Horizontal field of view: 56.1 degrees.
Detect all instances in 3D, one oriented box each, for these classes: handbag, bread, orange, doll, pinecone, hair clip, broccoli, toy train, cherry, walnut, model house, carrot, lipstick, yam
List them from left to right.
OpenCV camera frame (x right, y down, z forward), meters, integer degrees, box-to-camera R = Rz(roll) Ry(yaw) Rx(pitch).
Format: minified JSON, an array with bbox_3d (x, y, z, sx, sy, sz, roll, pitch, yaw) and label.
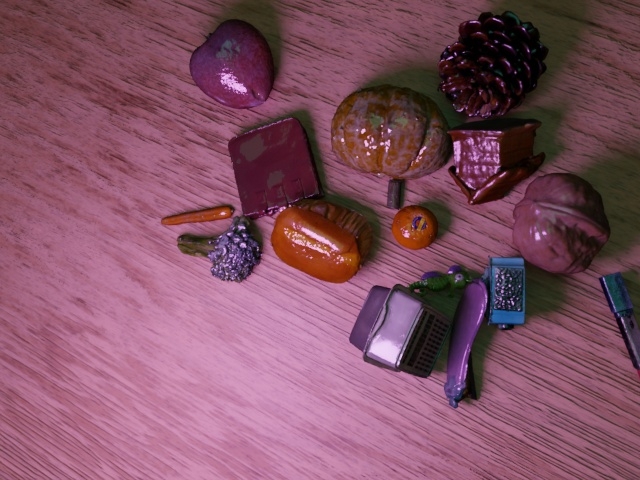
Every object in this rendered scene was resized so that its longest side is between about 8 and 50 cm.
[{"bbox_3d":[-0.395,-0.075,1.914,0.247,0.043,0.043,-8,78,12],"label":"carrot"},{"bbox_3d":[-0.309,0.000,1.834,0.274,0.177,0.199,30,91,28],"label":"broccoli"},{"bbox_3d":[-0.268,-0.548,1.894,0.261,0.221,0.307,-42,87,9],"label":"cherry"},{"bbox_3d":[-0.143,-0.222,1.871,0.259,0.084,0.276,-18,76,6],"label":"handbag"},{"bbox_3d":[0.000,0.000,1.737,0.288,0.156,0.204,26,114,9],"label":"bread"},{"bbox_3d":[0.201,-0.331,1.765,0.368,0.210,0.271,13,84,16],"label":"orange"},{"bbox_3d":[0.221,-0.136,1.804,0.043,0.043,0.094,5,82,12],"label":"yam"},{"bbox_3d":[0.273,-0.038,1.738,0.135,0.117,0.136,0,84,-3],"label":"orange"},{"bbox_3d":[0.337,0.123,1.699,0.190,0.115,0.050,-10,118,7],"label":"doll"},{"bbox_3d":[0.400,0.275,1.652,0.095,0.110,0.359,6,93,17],"label":"hair clip"},{"bbox_3d":[0.477,-0.497,1.722,0.298,0.242,0.296,19,74,28],"label":"pinecone"},{"bbox_3d":[0.499,-0.226,1.716,0.219,0.199,0.230,20,119,50],"label":"model house"},{"bbox_3d":[0.501,0.140,1.633,0.112,0.163,0.204,-1,79,9],"label":"toy train"},{"bbox_3d":[0.633,-0.047,1.595,0.273,0.273,0.227,-33,35,3],"label":"walnut"},{"bbox_3d":[0.829,0.241,1.609,0.051,0.051,0.313,-17,78,6],"label":"lipstick"}]

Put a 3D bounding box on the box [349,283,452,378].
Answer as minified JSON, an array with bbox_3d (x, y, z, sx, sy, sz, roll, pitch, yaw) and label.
[{"bbox_3d":[0.217,0.244,1.606,0.166,0.290,0.221,21,83,35],"label":"box"}]
